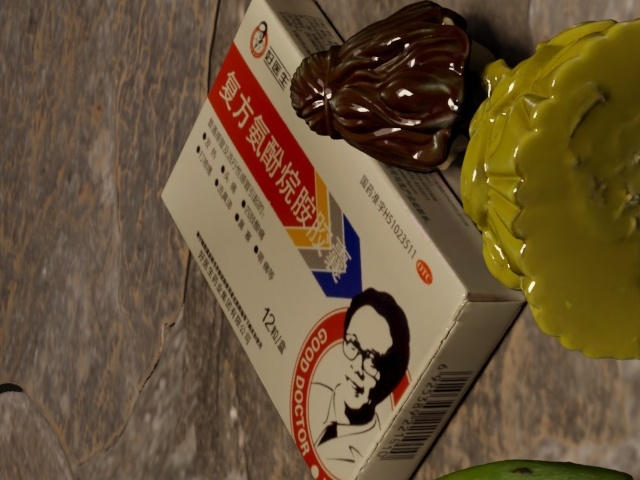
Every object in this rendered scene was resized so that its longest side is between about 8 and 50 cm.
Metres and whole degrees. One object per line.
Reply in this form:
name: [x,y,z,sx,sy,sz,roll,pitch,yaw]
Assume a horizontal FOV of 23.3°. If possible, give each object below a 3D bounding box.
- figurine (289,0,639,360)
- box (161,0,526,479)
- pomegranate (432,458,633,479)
figurine: [0.111,-0.074,0.965,0.187,0.168,0.315,63,168,-28]
box: [0.000,0.000,1.165,0.353,0.069,0.214,57,131,38]
pomegranate: [0.100,0.249,0.804,0.260,0.341,0.260,1,92,20]
